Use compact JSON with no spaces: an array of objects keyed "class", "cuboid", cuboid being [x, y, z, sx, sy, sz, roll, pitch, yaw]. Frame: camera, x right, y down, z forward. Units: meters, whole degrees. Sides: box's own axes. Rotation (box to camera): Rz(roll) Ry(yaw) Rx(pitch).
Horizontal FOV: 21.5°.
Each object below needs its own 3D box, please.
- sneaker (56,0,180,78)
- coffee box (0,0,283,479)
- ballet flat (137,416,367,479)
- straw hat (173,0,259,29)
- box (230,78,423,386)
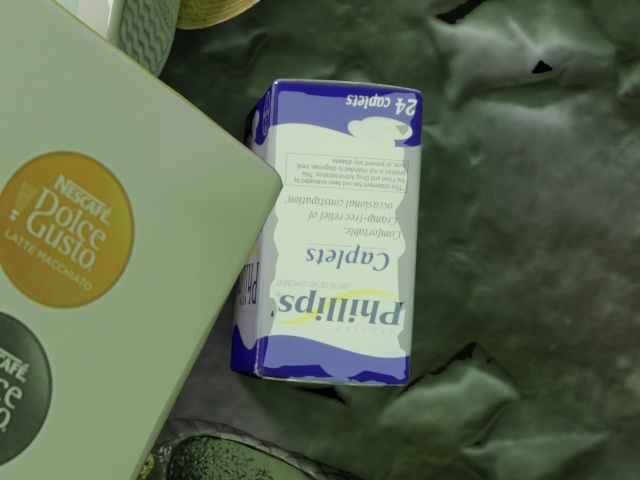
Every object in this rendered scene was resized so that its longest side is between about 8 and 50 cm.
[{"class":"sneaker","cuboid":[-0.129,-0.200,0.816,0.151,0.094,0.256,8,75,21]},{"class":"coffee box","cuboid":[-0.288,0.028,0.593,0.337,0.338,0.334,37,70,-30]},{"class":"ballet flat","cuboid":[-0.030,0.124,0.837,0.173,0.049,0.057,15,76,-7]},{"class":"straw hat","cuboid":[-0.029,-0.154,0.842,0.061,0.144,0.144,32,82,-45]},{"class":"box","cuboid":[0.000,0.000,0.810,0.072,0.126,0.137,3,86,-8]}]
